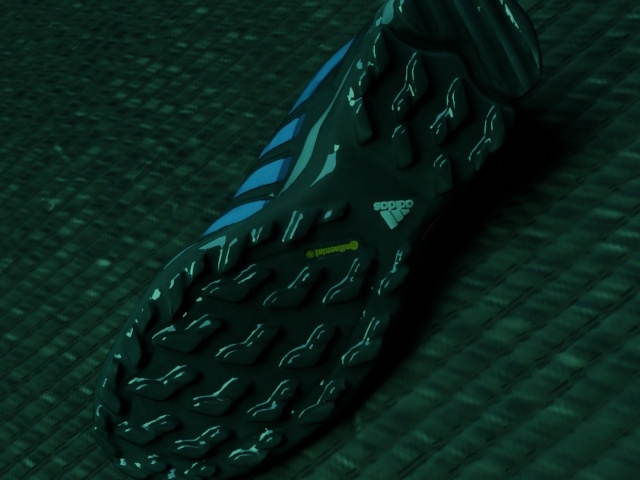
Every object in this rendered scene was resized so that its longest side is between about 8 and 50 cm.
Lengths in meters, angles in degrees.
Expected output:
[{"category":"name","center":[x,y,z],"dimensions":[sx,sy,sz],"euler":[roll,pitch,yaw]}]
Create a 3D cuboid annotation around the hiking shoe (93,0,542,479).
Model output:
[{"category":"hiking shoe","center":[0.000,0.000,0.698],"dimensions":[0.304,0.113,0.132],"euler":[-50,7,2]}]
